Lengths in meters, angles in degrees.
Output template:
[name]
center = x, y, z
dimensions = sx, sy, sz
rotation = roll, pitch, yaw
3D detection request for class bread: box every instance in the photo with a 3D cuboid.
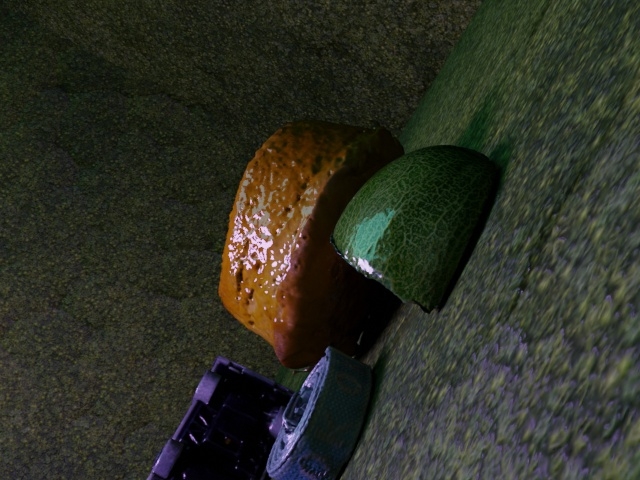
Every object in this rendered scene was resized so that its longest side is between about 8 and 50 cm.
[bread]
center = -0.001, 0.003, 1.115
dimensions = 0.337, 0.204, 0.358
rotation = -37, -37, -43

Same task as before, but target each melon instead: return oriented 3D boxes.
[melon]
center = 0.105, -0.043, 0.869
dimensions = 0.169, 0.129, 0.265
rotation = -61, 0, 12

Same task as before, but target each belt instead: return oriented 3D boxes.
[belt]
center = -0.003, 0.214, 0.899
dimensions = 0.147, 0.082, 0.163
rotation = -58, 3, 11

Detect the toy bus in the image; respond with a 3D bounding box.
[toy bus]
center = -0.221, 0.467, 1.514
dimensions = 0.249, 0.209, 0.440
rotation = -64, 0, 32
